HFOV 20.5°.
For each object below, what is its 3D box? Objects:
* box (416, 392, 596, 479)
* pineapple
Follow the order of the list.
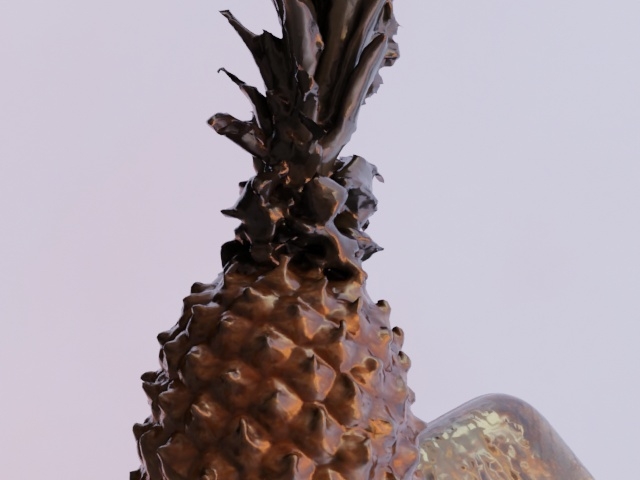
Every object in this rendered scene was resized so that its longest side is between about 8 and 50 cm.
[{"bbox_3d":[0.099,0.184,0.576,0.285,0.142,0.044,52,-36,19],"label":"box"},{"bbox_3d":[0.000,0.000,0.336,0.058,0.058,0.124,-2,-109,40],"label":"pineapple"}]
